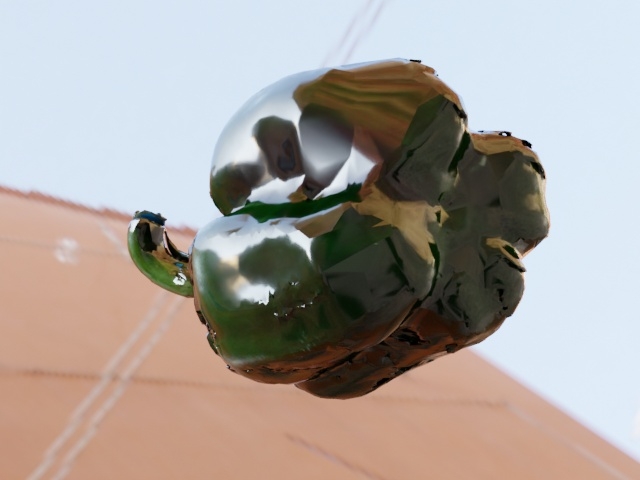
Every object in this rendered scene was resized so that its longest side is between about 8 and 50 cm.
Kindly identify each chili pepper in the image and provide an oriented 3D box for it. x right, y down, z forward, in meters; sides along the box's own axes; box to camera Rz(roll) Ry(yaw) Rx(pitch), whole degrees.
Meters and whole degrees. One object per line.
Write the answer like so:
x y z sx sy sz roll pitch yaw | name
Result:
0.000 0.000 1.062 0.165 0.261 0.173 15 -110 -35 | chili pepper
